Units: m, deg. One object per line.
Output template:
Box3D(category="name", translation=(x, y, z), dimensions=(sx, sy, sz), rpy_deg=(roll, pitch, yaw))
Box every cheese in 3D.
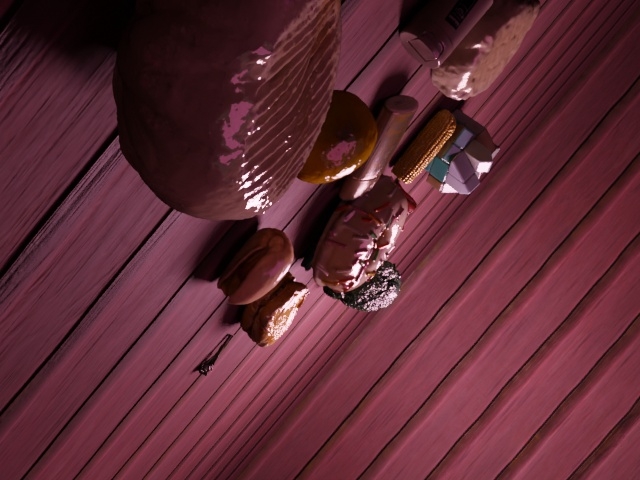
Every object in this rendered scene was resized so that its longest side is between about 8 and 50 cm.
Box3D(category="cheese", translation=(0.417, -0.508, 1.634), dimensions=(0.326, 0.115, 0.318), rpy_deg=(-50, 163, -3))

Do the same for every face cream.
Box3D(category="face cream", translation=(0.143, -0.228, 1.627), dimensions=(0.139, 0.067, 0.285), rpy_deg=(-27, 152, -47))

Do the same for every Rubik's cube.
Box3D(category="Rubik's cube", translation=(0.446, -0.272, 2.039), dimensions=(0.224, 0.213, 0.265), rpy_deg=(-39, 158, -27))

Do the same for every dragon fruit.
Box3D(category="dragon fruit", translation=(0.202, -0.100, 2.097), dimensions=(0.192, 0.122, 0.092), rpy_deg=(-42, 123, -11))

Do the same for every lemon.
Box3D(category="lemon", translation=(0.011, -0.194, 1.212), dimensions=(0.207, 0.170, 0.170), rpy_deg=(-34, 159, -21))

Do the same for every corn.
Box3D(category="corn", translation=(0.309, -0.276, 1.914), dimensions=(0.248, 0.081, 0.081), rpy_deg=(-51, 163, 5))

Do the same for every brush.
Box3D(category="brush", translation=(0.000, 0.000, 1.838), dimensions=(0.193, 0.032, 0.043), rpy_deg=(-60, 159, 1))

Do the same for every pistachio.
Box3D(category="pistachio", translation=(-0.140, 0.063, 1.463), dimensions=(0.200, 0.117, 0.145), rpy_deg=(-52, 168, 11))

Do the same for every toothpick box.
Box3D(category="toothpick box", translation=(0.260, -0.459, 1.346), dimensions=(0.181, 0.111, 0.111), rpy_deg=(-49, 163, -4))

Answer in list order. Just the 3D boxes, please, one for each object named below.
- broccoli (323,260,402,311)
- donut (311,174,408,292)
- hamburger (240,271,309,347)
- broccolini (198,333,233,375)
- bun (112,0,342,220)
Box3D(category="broccoli", translation=(0.142, 0.113, 2.149), dimensions=(0.265, 0.245, 0.294), rpy_deg=(16, 147, -25))
Box3D(category="donut", translation=(0.124, -0.012, 1.861), dimensions=(0.383, 0.142, 0.383), rpy_deg=(-50, 162, -23))
Box3D(category="hamburger", translation=(-0.129, 0.191, 1.784), dimensions=(0.214, 0.108, 0.214), rpy_deg=(-44, 164, -16))
Box3D(category="broccolini", translation=(-0.293, 0.315, 1.801), dimensions=(0.035, 0.030, 0.140), rpy_deg=(36, 90, -37))
Box3D(category="bun", translation=(-0.115, -0.199, 0.791), dimensions=(0.365, 0.219, 0.365), rpy_deg=(-61, 169, -21))
